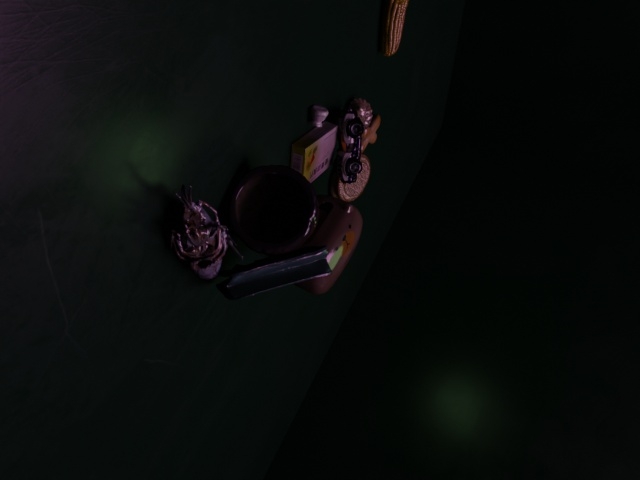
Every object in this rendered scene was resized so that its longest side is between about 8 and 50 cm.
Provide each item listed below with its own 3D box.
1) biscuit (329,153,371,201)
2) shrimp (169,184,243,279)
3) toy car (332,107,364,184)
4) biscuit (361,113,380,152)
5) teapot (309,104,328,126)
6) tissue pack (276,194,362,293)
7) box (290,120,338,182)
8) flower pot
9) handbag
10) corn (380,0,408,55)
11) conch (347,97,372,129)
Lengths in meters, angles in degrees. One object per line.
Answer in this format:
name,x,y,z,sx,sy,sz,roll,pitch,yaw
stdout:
biscuit,0.141,-0.293,2.048,0.259,0.079,0.259,-34,139,-35
shrimp,-0.284,-0.008,1.089,0.372,0.172,0.137,108,-21,-66
toy car,0.110,-0.375,1.745,0.193,0.118,0.300,-106,-162,-66
biscuit,0.240,-0.532,2.167,0.208,0.047,0.164,-46,152,-47
teapot,-0.010,-0.447,1.545,0.083,0.064,0.064,-96,-160,-53
tissue pack,0.000,0.000,1.757,0.387,0.268,0.276,-56,158,-28
box,-0.025,-0.323,1.631,0.260,0.062,0.175,-49,155,-46
flower pot,-0.128,-0.077,1.347,0.267,0.267,0.266,51,63,-81
handbag,-0.146,0.092,1.322,0.327,0.238,0.089,-16,98,-22
corn,0.303,-0.915,1.800,0.102,0.102,0.312,-54,159,-36
conch,0.148,-0.525,1.873,0.155,0.130,0.207,-29,177,-9
